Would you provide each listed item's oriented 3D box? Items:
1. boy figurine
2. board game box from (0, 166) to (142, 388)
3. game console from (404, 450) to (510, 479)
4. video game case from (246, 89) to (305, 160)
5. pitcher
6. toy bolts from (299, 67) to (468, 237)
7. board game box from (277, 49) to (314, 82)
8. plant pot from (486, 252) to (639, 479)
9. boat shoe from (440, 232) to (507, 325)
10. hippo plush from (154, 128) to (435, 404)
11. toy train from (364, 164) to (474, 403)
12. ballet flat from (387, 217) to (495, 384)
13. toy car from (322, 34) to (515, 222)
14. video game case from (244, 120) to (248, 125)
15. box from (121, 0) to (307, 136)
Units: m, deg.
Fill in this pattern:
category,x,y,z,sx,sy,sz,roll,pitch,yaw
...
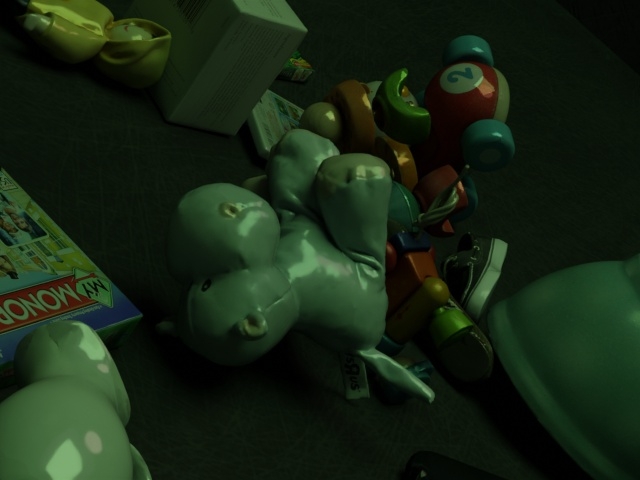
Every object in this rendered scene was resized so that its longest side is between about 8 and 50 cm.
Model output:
category,x,y,z,sx,sy,sz,roll,pitch,yaw
boy figurine,-0.310,-0.274,1.858,0.285,0.092,0.177,31,22,-9
board game box,-0.320,0.036,1.350,0.213,0.046,0.317,44,24,14
game console,0.256,0.387,1.524,0.342,0.060,0.386,27,26,-24
video game case,-0.043,-0.138,2.052,0.143,0.019,0.157,27,29,-38
pitcher,-0.189,0.181,1.205,0.177,0.125,0.207,56,14,-20
toy bolts,0.065,-0.074,2.017,0.159,0.218,0.228,-15,59,-18
board game box,-0.128,-0.288,2.214,0.260,0.030,0.136,1,46,-54
plant pot,0.369,0.137,1.890,0.293,0.196,0.293,43,18,-18
boat shoe,0.193,0.043,2.031,0.076,0.080,0.228,22,27,5
hippo plush,-0.065,0.042,1.575,0.237,0.234,0.294,-12,95,-39
toy train,0.116,0.054,1.691,0.143,0.248,0.105,53,27,20
ballet flat,0.126,0.072,1.880,0.250,0.084,0.058,50,15,19
toy car,0.123,-0.177,2.189,0.238,0.210,0.219,13,44,-21
video game case,-0.094,-0.176,2.084,0.122,0.011,0.087,38,24,-2
box,-0.141,-0.260,1.957,0.119,0.182,0.181,10,36,-44
